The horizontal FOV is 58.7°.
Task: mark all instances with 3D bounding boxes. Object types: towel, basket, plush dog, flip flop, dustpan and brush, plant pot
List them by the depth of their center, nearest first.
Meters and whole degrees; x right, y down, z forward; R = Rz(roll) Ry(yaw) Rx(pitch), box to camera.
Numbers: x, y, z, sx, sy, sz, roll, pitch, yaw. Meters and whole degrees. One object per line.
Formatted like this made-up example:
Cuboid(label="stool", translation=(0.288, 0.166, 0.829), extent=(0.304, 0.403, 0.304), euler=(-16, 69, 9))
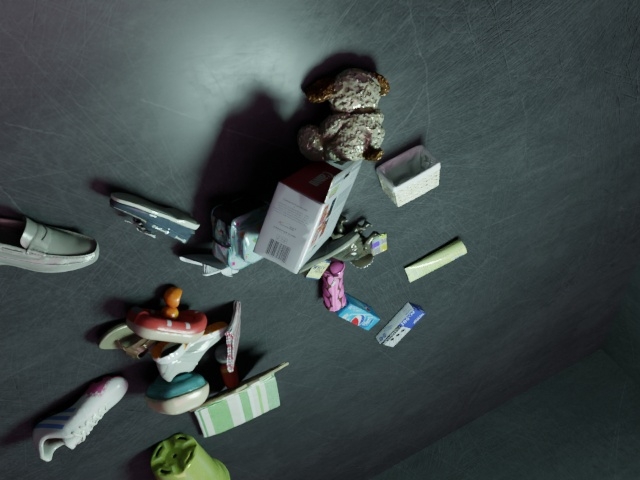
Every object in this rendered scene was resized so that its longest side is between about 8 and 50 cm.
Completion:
Cuboid(label="plush dog", translation=(0.083, -0.324, 1.458), extent=(0.263, 0.211, 0.225), euler=(-14, 110, -24))
Cuboid(label="dustpan and brush", translation=(-0.293, 0.078, 1.643), extent=(0.211, 0.147, 0.060), euler=(-13, 116, -65))
Cuboid(label="flip flop", translation=(-0.532, 0.315, 1.715), extent=(0.112, 0.080, 0.277), euler=(-48, 138, 15))
Cuboid(label="basket", translation=(0.271, -0.195, 1.740), extent=(0.167, 0.113, 0.103), euler=(-29, 141, -6))
Cuboid(label="towel", translation=(-0.283, 0.310, 1.842), extent=(0.029, 0.144, 0.197), euler=(7, 130, -1))
Cuboid(label="towel", translation=(0.204, 0.014, 1.973), extent=(0.060, 0.009, 0.083), euler=(-22, 138, -14))
Cuboid(label="plant pot", translation=(-0.513, 0.881, 2.158), extent=(0.276, 0.276, 0.253), euler=(-25, 127, -12))
Cuboid(label="towel", translation=(-0.317, 0.641, 2.206), extent=(0.325, 0.038, 0.247), euler=(-21, 139, -18))

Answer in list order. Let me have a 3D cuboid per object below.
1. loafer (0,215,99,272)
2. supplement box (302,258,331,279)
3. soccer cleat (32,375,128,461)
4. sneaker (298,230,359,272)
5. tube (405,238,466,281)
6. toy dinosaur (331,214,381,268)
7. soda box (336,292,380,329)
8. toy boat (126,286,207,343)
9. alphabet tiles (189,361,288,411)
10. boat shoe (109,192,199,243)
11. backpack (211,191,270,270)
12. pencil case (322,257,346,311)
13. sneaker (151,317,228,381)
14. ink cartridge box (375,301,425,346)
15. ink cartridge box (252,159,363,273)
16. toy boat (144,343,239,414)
Cuboid(label="loafer", translation=(-0.669, 0.003, 1.303), extent=(0.320, 0.112, 0.111), euler=(4, 135, -35))
Cuboid(label="supplement box", translation=(-0.025, 0.066, 1.813), extent=(0.056, 0.083, 0.083), euler=(12, 121, -40))
Cuboid(label="soccer cleat", translation=(-0.732, 0.556, 1.764), extent=(0.331, 0.143, 0.116), euler=(-33, 139, -2))
Cuboid(label="sneaker", translation=(0.000, 0.000, 1.704), extent=(0.222, 0.118, 0.083), euler=(-29, 177, 15))
Cuboid(label="tube", translation=(0.434, 0.075, 2.155), extent=(0.240, 0.062, 0.070), euler=(-29, 96, 1))
Cuboid(label="toy dinosaur", translation=(0.088, 0.011, 1.810), extent=(0.314, 0.121, 0.160), euler=(10, 116, -43))
Cuboid(label="soda box", translation=(0.130, 0.263, 2.114), extent=(0.067, 0.071, 0.210), euler=(-46, 138, 12))
Cuboid(label="toy boat", translation=(-0.437, 0.209, 1.657), extent=(0.231, 0.151, 0.151), euler=(17, 89, -43))
Cuboid(label="alphabet tiles", translation=(-0.280, 0.503, 1.961), extent=(0.343, 0.011, 0.285), euler=(-29, 172, 29))
Cuboid(label="boat shoe", translation=(-0.422, -0.053, 1.432), extent=(0.255, 0.095, 0.079), euler=(20, 105, -54))
Cuboid(label="backpack", translation=(-0.210, -0.012, 1.554), extent=(0.166, 0.144, 0.188), euler=(-33, 150, -46))
Cuboid(label="pencil case", translation=(0.044, 0.153, 1.932), extent=(0.095, 0.098, 0.209), euler=(-18, 137, -10))
Cuboid(label="sneaker", translation=(-0.396, 0.337, 1.765), extent=(0.263, 0.099, 0.121), euler=(-25, 123, -37))
Cuboid(label="ink cartridge box", translation=(0.330, 0.348, 2.348), extent=(0.097, 0.046, 0.207), euler=(22, 115, -45))
Cuboid(label="ink cartridge box", translation=(-0.021, -0.104, 1.487), extent=(0.271, 0.130, 0.309), euler=(-67, 172, 23))
Cuboid(label="toy boat", translation=(-0.416, 0.449, 1.857), extent=(0.318, 0.148, 0.268), euler=(-15, -179, -35))
